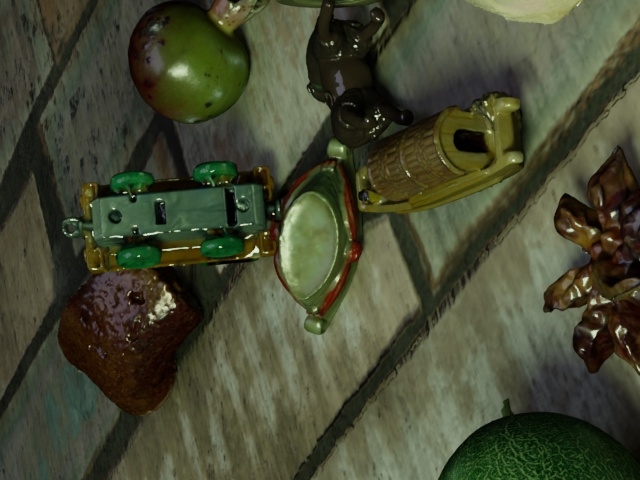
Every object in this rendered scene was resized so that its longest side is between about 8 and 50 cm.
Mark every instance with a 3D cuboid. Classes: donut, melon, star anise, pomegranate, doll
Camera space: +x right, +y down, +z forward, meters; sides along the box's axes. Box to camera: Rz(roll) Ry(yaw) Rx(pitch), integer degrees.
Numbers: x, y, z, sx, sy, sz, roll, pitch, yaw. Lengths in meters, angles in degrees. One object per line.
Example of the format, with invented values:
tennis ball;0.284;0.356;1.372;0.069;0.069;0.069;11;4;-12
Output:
donut;-0.208;0.101;1.962;0.126;0.144;0.186;45;103;27
melon;0.164;0.232;1.236;0.182;0.182;0.287;-58;39;42
star anise;0.210;0.018;1.294;0.168;0.057;0.168;-176;90;-70
pomegranate;-0.128;-0.197;1.833;0.129;0.129;0.159;52;132;49
doll;0.022;-0.145;1.629;0.165;0.057;0.139;139;117;-72

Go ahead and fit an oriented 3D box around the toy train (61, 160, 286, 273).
toy train;-0.134;-0.015;1.776;0.136;0.228;0.091;85;178;-77

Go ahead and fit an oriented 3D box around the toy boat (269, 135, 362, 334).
toy boat;0.000;-0.001;1.656;0.089;0.071;0.185;11;101;17

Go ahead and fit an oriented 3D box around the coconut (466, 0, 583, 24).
coconut;0.143;-0.217;1.350;0.110;0.124;0.110;-14;74;61

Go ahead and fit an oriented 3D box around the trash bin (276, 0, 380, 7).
trash bin;0.034;-0.336;1.563;0.243;0.121;0.247;-3;89;60

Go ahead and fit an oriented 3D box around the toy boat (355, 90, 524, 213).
toy boat;0.089;-0.065;1.479;0.226;0.088;0.068;-21;71;58
